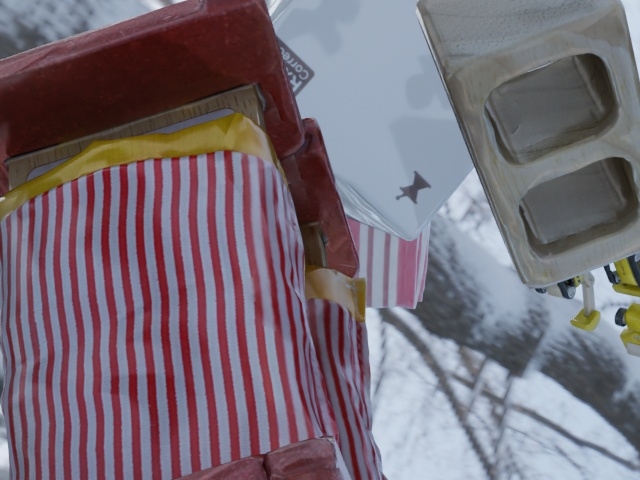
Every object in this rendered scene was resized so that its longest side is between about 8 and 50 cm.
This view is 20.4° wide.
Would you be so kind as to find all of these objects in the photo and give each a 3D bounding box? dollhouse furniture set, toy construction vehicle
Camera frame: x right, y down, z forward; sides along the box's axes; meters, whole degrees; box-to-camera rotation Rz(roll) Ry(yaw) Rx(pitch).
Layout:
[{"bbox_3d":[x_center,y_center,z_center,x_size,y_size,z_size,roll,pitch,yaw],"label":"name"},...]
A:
[{"bbox_3d":[0.076,0.004,0.548,0.374,0.152,0.201,-19,-132,6],"label":"dollhouse furniture set"},{"bbox_3d":[0.168,0.024,1.036,0.086,0.098,0.035,11,-127,41],"label":"toy construction vehicle"}]

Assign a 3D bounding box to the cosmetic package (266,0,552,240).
[{"bbox_3d":[0.022,-0.112,1.089,0.151,0.151,0.183,-50,-161,-6],"label":"cosmetic package"}]

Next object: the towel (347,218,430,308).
[{"bbox_3d":[0.000,0.000,1.622,0.197,0.144,0.029,3,-139,2],"label":"towel"}]
